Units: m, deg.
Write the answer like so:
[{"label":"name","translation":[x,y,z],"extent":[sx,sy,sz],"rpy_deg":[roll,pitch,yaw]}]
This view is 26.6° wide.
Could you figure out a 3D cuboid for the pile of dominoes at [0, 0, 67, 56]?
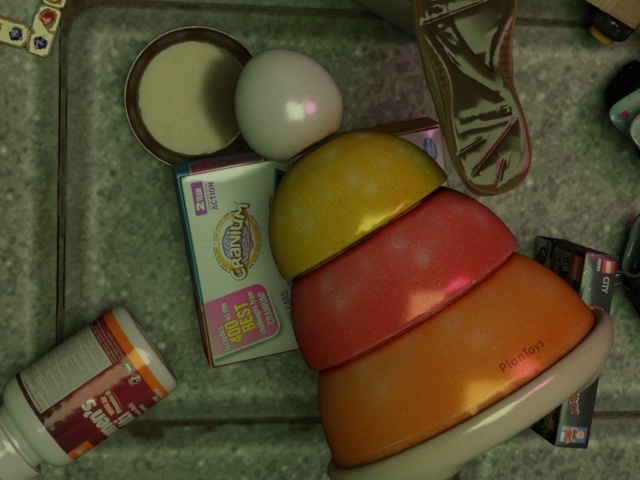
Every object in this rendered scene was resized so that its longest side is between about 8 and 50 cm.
[{"label":"pile of dominoes","translation":[-0.362,-0.353,1.511],"extent":[0.196,0.040,0.251],"rpy_deg":[16,93,-14]}]

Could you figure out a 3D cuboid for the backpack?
[{"label":"backpack","translation":[0.462,-0.142,1.653],"extent":[0.166,0.144,0.188],"rpy_deg":[-36,115,21]}]

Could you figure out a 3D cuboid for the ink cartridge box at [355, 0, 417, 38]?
[{"label":"ink cartridge box","translation":[0.169,-0.372,1.533],"extent":[0.117,0.207,0.283],"rpy_deg":[28,91,-15]}]

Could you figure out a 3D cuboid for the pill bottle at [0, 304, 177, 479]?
[{"label":"pill bottle","translation":[-0.285,0.182,1.554],"extent":[0.221,0.121,0.121],"rpy_deg":[-35,103,-6]}]

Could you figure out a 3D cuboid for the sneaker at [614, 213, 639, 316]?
[{"label":"sneaker","translation":[0.480,0.006,1.666],"extent":[0.153,0.101,0.268],"rpy_deg":[40,109,-23]}]

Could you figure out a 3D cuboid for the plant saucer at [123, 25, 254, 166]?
[{"label":"plant saucer","translation":[-0.146,-0.166,1.586],"extent":[0.168,0.029,0.168],"rpy_deg":[-1,97,-11]}]

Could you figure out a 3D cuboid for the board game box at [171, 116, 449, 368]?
[{"label":"board game box","translation":[0.000,0.000,1.604],"extent":[0.316,0.064,0.242],"rpy_deg":[-11,107,-10]}]

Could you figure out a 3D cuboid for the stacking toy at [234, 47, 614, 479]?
[{"label":"stacking toy","translation":[0.065,-0.001,1.469],"extent":[0.350,0.350,0.480],"rpy_deg":[-30,91,-7]}]

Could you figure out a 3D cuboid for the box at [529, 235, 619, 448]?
[{"label":"box","translation":[0.293,0.120,1.647],"extent":[0.044,0.159,0.233],"rpy_deg":[7,95,-13]}]

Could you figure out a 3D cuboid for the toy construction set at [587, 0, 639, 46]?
[{"label":"toy construction set","translation":[0.370,-0.334,1.547],"extent":[0.237,0.309,0.257],"rpy_deg":[35,97,-19]}]

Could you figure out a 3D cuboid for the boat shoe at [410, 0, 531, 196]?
[{"label":"boat shoe","translation":[0.151,-0.194,1.403],"extent":[0.109,0.098,0.302],"rpy_deg":[-10,89,-5]}]
